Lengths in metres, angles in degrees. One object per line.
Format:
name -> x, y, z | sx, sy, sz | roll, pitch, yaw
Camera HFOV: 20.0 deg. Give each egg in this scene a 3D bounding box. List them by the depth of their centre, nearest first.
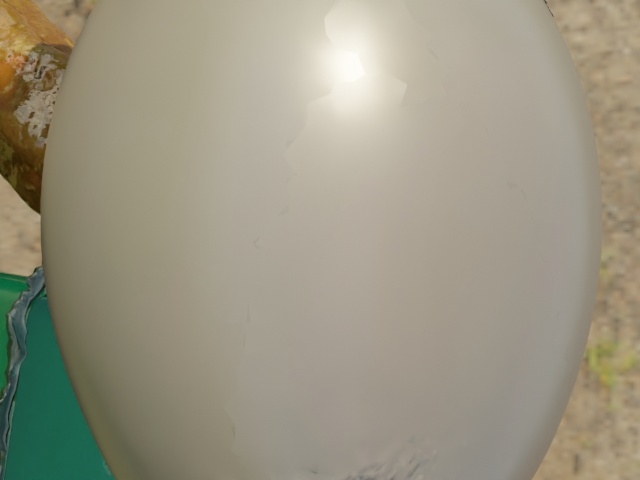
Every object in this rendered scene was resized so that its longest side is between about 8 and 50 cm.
egg -> 0.000, 0.000, 0.476 | 0.146, 0.146, 0.199 | 2, 92, -43

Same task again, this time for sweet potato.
sweet potato -> -0.174, -0.071, 1.186 | 0.097, 0.097, 0.252 | -12, 55, -42

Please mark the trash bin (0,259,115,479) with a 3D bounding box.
trash bin -> -0.222, 0.098, 1.081 | 0.259, 0.381, 0.295 | 15, 80, -47
